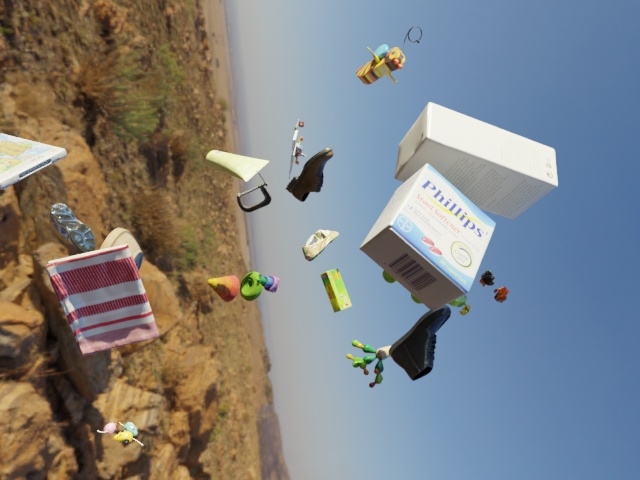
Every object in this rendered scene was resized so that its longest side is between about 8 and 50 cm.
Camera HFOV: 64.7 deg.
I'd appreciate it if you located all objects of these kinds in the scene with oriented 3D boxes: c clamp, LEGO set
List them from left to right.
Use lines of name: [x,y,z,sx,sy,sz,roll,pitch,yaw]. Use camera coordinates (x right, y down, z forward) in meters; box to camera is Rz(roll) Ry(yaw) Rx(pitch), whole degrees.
c clamp: [-0.267,-0.183,2.001,0.137,0.161,0.022,53,20,-28]
LEGO set: [-0.083,-0.378,2.022,0.244,0.060,0.182,-83,-178,-52]

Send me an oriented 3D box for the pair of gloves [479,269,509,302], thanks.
pair of gloves: [0.425,0.113,1.236,0.083,0.010,0.074,55,-17,22]

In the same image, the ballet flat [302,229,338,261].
ballet flat: [0.000,0.000,1.848,0.067,0.073,0.206,59,39,-10]

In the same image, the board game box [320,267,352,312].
board game box: [0.069,0.221,2.246,0.092,0.043,0.181,-11,78,-55]

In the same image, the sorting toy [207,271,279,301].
sorting toy: [-0.340,0.179,2.099,0.126,0.366,0.127,26,64,-45]

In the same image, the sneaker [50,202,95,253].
sneaker: [-0.887,-0.036,1.810,0.081,0.080,0.211,-23,-77,48]

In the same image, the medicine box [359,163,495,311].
medicine box: [0.293,-0.012,1.354,0.289,0.263,0.149,-54,-173,-38]

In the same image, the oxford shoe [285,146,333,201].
oxford shoe: [-0.015,-0.211,1.637,0.096,0.083,0.227,48,-50,7]

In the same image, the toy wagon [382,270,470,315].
toy wagon: [0.385,0.128,1.768,0.344,0.267,0.068,36,-53,20]

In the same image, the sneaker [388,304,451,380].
sneaker: [0.310,0.291,1.432,0.083,0.222,0.118,38,9,-50]

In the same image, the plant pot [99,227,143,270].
plant pot: [-0.747,0.078,1.908,0.237,0.110,0.237,-162,-90,-88]

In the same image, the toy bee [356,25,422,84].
toy bee: [0.269,-0.728,2.040,0.298,0.195,0.162,-53,-156,39]

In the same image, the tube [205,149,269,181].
tube: [-0.253,-0.220,1.490,0.240,0.062,0.070,19,-81,45]

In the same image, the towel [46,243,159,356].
towel: [-0.647,0.186,1.519,0.037,0.237,0.328,-125,-157,-62]

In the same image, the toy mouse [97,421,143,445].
toy mouse: [-0.713,0.673,1.809,0.143,0.161,0.031,21,-88,68]

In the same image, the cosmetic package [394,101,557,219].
cosmetic package: [0.498,-0.246,1.638,0.230,0.453,0.161,125,-20,-57]

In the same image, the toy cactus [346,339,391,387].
toy cactus: [0.217,0.490,2.068,0.219,0.181,0.112,-128,-157,-49]

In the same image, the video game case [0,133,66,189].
video game case: [-0.760,-0.194,1.203,0.193,0.213,0.023,-55,154,-50]
